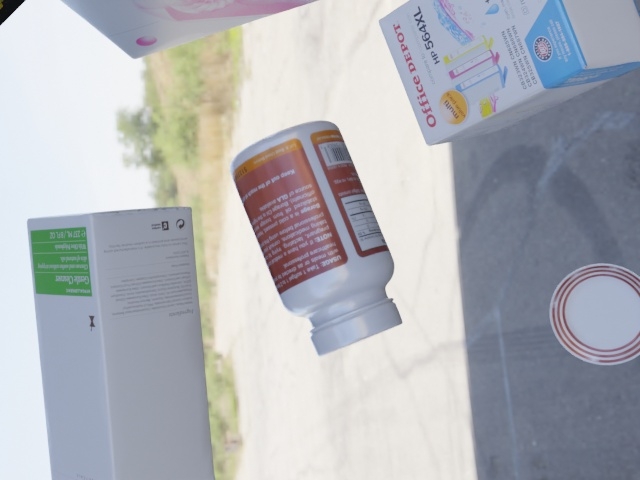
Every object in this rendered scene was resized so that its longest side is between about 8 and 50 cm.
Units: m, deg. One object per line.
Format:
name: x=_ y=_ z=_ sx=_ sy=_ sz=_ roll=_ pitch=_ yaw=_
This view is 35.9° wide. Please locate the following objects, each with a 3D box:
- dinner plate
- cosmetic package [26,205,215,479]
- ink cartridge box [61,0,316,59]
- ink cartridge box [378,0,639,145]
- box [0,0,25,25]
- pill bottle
dinner plate: x=0.379 y=0.098 z=1.319 sx=0.017 sy=0.141 sz=0.141 roll=-35 pitch=-55 yaw=-65
cosmetic package: x=-0.258 y=0.144 z=1.282 sx=0.197 sy=0.155 sz=0.365 roll=-4 pitch=91 yaw=50
ink cartridge box: x=-0.096 y=-0.287 z=0.849 sx=0.324 sy=0.330 sz=0.071 roll=35 pitch=-137 yaw=-67
ink cartridge box: x=0.115 y=-0.123 z=0.623 sx=0.143 sy=0.090 sz=0.092 roll=-25 pitch=84 yaw=46
box: x=-0.239 y=-0.140 z=0.616 sx=0.137 sy=0.094 sz=0.027 roll=-62 pitch=-38 yaw=-38
pill bottle: x=0.000 y=0.000 z=0.986 sx=0.121 sy=0.121 sz=0.216 roll=120 pitch=129 yaw=-78
